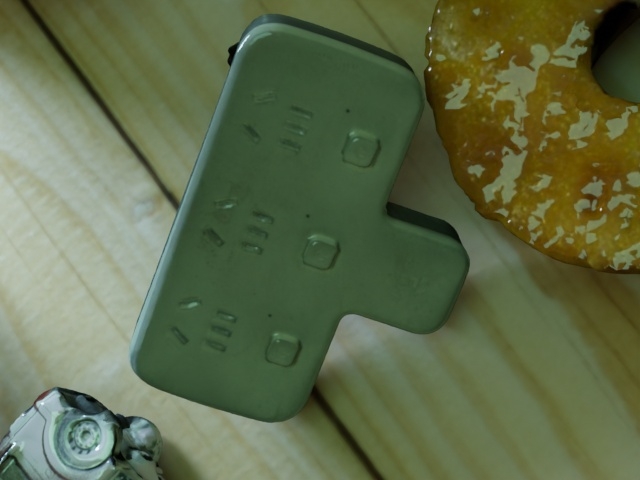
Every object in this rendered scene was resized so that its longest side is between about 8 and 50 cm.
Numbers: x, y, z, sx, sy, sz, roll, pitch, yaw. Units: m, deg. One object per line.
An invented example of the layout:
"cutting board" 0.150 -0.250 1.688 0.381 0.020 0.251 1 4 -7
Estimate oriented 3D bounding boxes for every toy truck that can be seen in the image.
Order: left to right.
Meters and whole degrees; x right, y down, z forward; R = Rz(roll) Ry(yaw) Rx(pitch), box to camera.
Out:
"toy truck" -0.116 0.226 0.919 0.135 0.114 0.270 -46 71 0

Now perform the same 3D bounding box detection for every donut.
"donut" 0.224 -0.111 0.874 0.303 0.110 0.302 -5 77 20

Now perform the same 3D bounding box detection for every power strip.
"power strip" 0.000 0.000 0.904 0.194 0.059 0.264 18 109 -9

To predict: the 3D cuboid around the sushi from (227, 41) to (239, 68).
"sushi" -0.015 -0.099 0.960 0.098 0.094 0.084 -6 75 23
